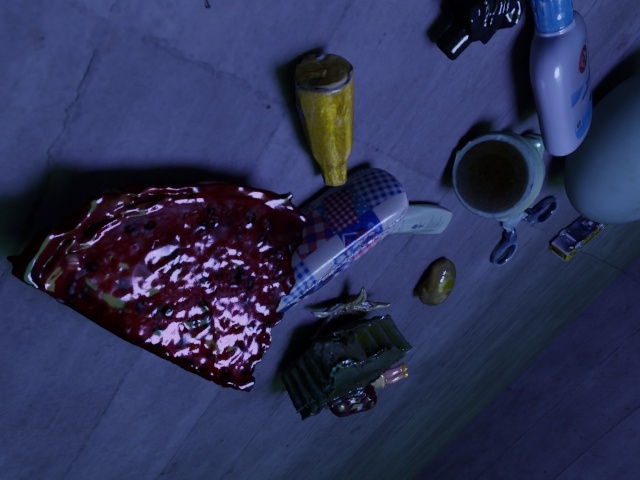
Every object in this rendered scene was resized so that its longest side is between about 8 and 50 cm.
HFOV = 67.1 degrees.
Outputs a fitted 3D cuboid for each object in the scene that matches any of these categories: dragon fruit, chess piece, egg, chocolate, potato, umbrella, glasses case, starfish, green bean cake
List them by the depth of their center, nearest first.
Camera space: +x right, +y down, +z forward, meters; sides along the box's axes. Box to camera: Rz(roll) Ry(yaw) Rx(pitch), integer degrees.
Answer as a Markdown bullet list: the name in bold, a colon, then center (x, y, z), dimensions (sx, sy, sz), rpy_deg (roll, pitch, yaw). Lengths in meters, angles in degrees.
- **dragon fruit**: center (-0.221, 0.021, 0.665), dimensions (0.329, 0.228, 0.286), rpy_deg (29, 75, -33)
- **umbrella**: center (0.273, -0.372, 0.677), dimensions (0.110, 0.122, 0.272), rpy_deg (38, 109, -10)
- **chocolate**: center (0.014, -0.154, 0.692), dimensions (0.085, 0.085, 0.219), rpy_deg (-31, 149, -13)
- **glasses case**: center (0.000, 0.000, 0.803), dimensions (0.327, 0.125, 0.076), rpy_deg (-38, 145, -3)
- **chess piece**: center (0.413, -0.143, 1.027), dimensions (0.298, 0.176, 0.176), rpy_deg (-12, 137, -51)
- **starfish**: center (0.065, 0.150, 1.077), dimensions (0.208, 0.053, 0.176), rpy_deg (-11, 154, -35)
- **egg**: center (0.735, -0.211, 1.117), dimensions (0.276, 0.276, 0.389), rpy_deg (-8, 132, -37)
- **green bean cake**: center (0.056, 0.286, 1.125), dimensions (0.241, 0.132, 0.255), rpy_deg (-9, 147, -36)
- **potato**: center (0.305, 0.113, 1.252), dimensions (0.091, 0.070, 0.138), rpy_deg (-9, 134, -38)

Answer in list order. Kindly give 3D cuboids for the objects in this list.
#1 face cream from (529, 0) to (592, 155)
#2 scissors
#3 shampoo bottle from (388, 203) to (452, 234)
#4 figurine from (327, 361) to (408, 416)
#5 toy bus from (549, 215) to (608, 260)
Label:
- **face cream**: center (0.427, -0.314, 0.861), dimensions (0.163, 0.080, 0.337), rpy_deg (-60, 138, -21)
- **scissors**: center (0.518, -0.065, 1.291), dimensions (0.256, 0.029, 0.383), rpy_deg (-48, 143, 10)
- **shampoo bottle**: center (0.186, -0.041, 0.995), dimensions (0.212, 0.049, 0.072), rpy_deg (-6, 137, -38)
- **figurine**: center (0.125, 0.400, 1.343), dimensions (0.240, 0.116, 0.175), rpy_deg (-30, 133, -9)
- **toy bus**: center (0.874, -0.033, 1.614), dimensions (0.226, 0.081, 0.074), rpy_deg (-40, 150, -6)
